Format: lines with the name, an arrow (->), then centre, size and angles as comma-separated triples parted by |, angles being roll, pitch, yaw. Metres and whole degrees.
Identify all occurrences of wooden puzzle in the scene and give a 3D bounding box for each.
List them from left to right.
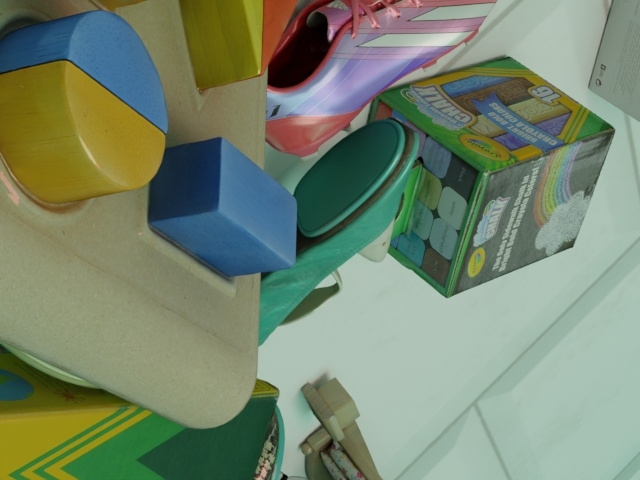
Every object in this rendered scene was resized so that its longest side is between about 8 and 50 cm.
wooden puzzle -> -0.093, -0.098, 0.791 | 0.322, 0.081, 0.347 | 39, 51, -56

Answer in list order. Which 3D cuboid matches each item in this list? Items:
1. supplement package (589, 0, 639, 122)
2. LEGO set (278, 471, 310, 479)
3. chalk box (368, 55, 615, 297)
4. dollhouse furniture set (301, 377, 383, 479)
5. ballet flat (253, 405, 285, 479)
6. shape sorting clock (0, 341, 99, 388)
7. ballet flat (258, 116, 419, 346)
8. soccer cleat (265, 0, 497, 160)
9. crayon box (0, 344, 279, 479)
supplement package -> 0.387, -0.189, 1.294 | 0.149, 0.203, 0.194 | -23, 138, -34
LEGO set -> -0.111, 0.293, 1.306 | 0.227, 0.093, 0.087 | -54, 177, -2
chalk box -> 0.115, -0.051, 1.184 | 0.213, 0.132, 0.132 | -18, 136, -37
dollhouse furniture set -> 0.058, 0.359, 1.364 | 0.174, 0.303, 0.355 | -34, 142, -9
ballet flat -> -0.197, 0.316, 1.170 | 0.182, 0.164, 0.482 | 10, 117, -37
shape sorting clock -> -0.152, -0.005, 0.872 | 0.206, 0.206, 0.040 | -1, 149, -48
ballet flat -> 0.000, 0.000, 1.093 | 0.247, 0.083, 0.087 | -40, 130, 23
soccer cleat -> 0.043, -0.162, 1.043 | 0.248, 0.083, 0.095 | -41, 140, -9
crayon box -> -0.208, 0.095, 0.885 | 0.319, 0.202, 0.081 | 3, 109, -49
